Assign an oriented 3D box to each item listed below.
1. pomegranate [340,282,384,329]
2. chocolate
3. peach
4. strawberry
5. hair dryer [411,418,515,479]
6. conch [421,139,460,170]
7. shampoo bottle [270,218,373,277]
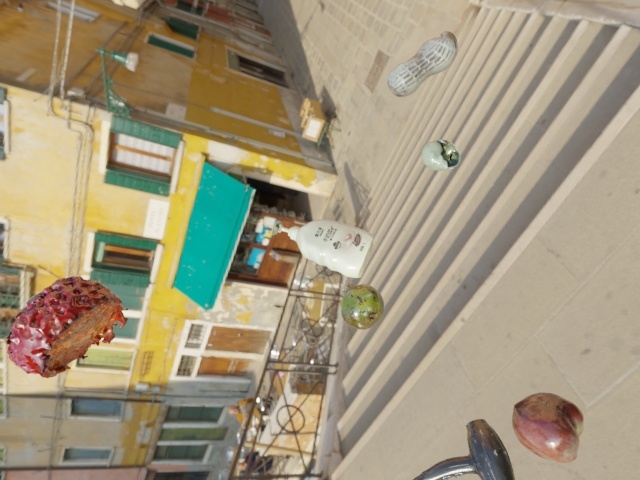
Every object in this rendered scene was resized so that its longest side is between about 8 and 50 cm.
[{"bbox_3d":[0.096,0.159,1.032,0.142,0.114,0.115,42,118,58],"label":"pomegranate"},{"bbox_3d":[0.217,-0.371,0.863,0.167,0.072,0.072,-36,35,10],"label":"chocolate"},{"bbox_3d":[0.521,0.427,0.943,0.152,0.152,0.152,-168,90,-68],"label":"peach"},{"bbox_3d":[-0.336,0.110,0.540,0.145,0.086,0.145,-60,-7,-12],"label":"strawberry"},{"bbox_3d":[0.266,0.471,0.785,0.219,0.075,0.196,-27,40,16],"label":"hair dryer"},{"bbox_3d":[0.266,-0.184,0.905,0.057,0.076,0.085,99,149,-68],"label":"conch"},{"bbox_3d":[0.000,0.000,0.606,0.045,0.151,0.077,82,-149,-56],"label":"shampoo bottle"}]
